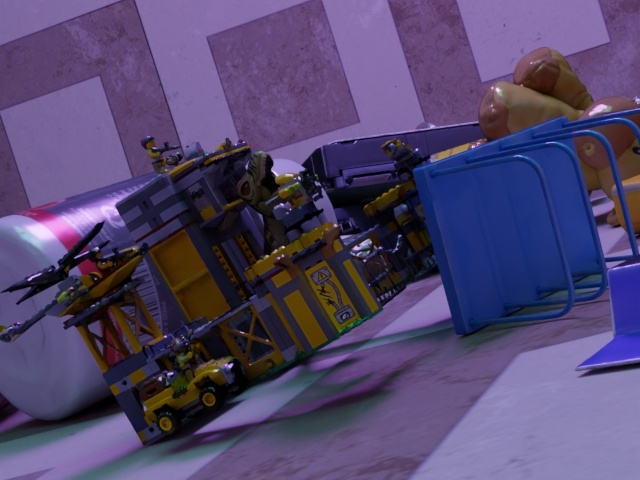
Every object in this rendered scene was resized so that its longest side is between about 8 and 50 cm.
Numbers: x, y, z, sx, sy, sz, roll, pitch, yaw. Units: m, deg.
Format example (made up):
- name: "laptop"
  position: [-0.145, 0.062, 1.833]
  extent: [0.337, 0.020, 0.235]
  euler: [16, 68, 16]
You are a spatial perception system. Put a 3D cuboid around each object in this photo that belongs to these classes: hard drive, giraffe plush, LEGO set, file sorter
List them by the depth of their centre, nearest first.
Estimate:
- name: "file sorter"
  position: [0.168, -0.019, 1.052]
  extent: [0.170, 0.118, 0.104]
  euler: [-21, 8, -43]
- name: "LEGO set"
  position: [-0.053, -0.011, 1.064]
  extent: [0.255, 0.192, 0.331]
  euler: [-31, -1, 32]
- name: "giraffe plush"
  position: [0.267, -0.081, 1.445]
  extent: [0.210, 0.181, 0.170]
  euler: [18, 0, -24]
- name: "hard drive"
  position: [0.000, 0.000, 1.825]
  extent: [0.172, 0.054, 0.255]
  euler: [-16, -4, 25]
- name: "hard drive"
  position: [0.073, -0.068, 1.918]
  extent: [0.237, 0.064, 0.339]
  euler: [-9, -9, -15]

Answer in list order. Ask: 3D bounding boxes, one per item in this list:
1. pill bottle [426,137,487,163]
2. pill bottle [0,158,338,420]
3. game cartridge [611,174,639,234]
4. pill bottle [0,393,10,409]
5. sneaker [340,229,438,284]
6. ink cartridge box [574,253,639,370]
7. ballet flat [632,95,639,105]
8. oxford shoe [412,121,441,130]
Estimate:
- name: "pill bottle"
  position: [0.210, -0.069, 1.682]
  extent: [0.184, 0.103, 0.103]
  euler: [-17, 4, 17]
- name: "pill bottle"
  position: [-0.138, 0.027, 1.342]
  extent: [0.319, 0.176, 0.176]
  euler: [-20, 5, -40]
- name: "game cartridge"
  position: [0.443, -0.078, 1.212]
  extent: [0.285, 0.052, 0.324]
  euler: [-20, 7, -33]
- name: "pill bottle"
  position: [-0.339, 0.113, 1.419]
  extent: [0.121, 0.121, 0.221]
  euler: [-17, 3, 9]
- name: "sneaker"
  position: [0.065, 0.017, 1.474]
  extent: [0.192, 0.064, 0.086]
  euler: [-16, 12, 30]
- name: "ink cartridge box"
  position: [0.262, 0.007, 0.792]
  extent: [0.206, 0.045, 0.208]
  euler: [-14, 7, 42]
- name: "ballet flat"
  position: [0.441, -0.157, 2.134]
  extent: [0.077, 0.091, 0.241]
  euler: [10, 21, 29]
- name: "oxford shoe"
  position: [0.145, -0.110, 2.358]
  extent: [0.364, 0.132, 0.130]
  euler: [-18, 4, -4]
